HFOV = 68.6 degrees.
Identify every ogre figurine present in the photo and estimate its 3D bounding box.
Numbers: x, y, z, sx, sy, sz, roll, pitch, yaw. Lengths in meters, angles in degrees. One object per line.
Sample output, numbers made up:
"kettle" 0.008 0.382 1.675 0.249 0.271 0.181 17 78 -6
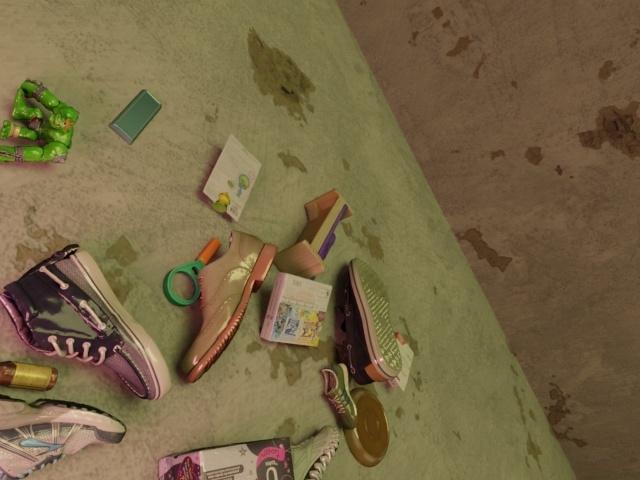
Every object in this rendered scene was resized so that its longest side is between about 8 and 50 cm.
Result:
"ogre figurine" -0.566 -0.232 0.953 0.118 0.097 0.197 15 39 -29

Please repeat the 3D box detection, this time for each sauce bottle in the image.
"sauce bottle" -0.506 0.220 0.773 0.128 0.042 0.042 30 46 -44

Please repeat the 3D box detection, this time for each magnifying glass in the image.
"magnifying glass" -0.310 0.071 1.169 0.092 0.026 0.231 51 34 -20

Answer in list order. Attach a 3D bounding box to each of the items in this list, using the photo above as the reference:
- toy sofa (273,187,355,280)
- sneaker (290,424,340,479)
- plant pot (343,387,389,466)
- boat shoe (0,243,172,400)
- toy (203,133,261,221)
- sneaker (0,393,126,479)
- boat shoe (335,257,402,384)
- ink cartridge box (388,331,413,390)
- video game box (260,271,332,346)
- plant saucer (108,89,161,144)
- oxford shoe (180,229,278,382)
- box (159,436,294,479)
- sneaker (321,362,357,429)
"toy sofa" 0.000 0.000 1.541 0.177 0.150 0.363 53 35 -17
"sneaker" -0.036 0.546 1.172 0.118 0.110 0.292 29 19 11
"plant pot" 0.153 0.582 1.477 0.236 0.032 0.237 34 44 -40
"boat shoe" -0.428 0.183 0.855 0.341 0.127 0.158 54 40 -2
"toy" -0.265 -0.180 1.373 0.137 0.056 0.237 44 42 -35
"sneaker" -0.457 0.318 0.749 0.283 0.110 0.122 27 66 -41
"boat shoe" 0.143 0.257 1.580 0.186 0.156 0.500 34 32 -32
"ink cartridge box" 0.268 0.444 1.701 0.115 0.067 0.198 55 32 -14
"video game box" -0.064 0.200 1.340 0.205 0.048 0.187 22 79 -47
"plant saucer" -0.471 -0.325 1.213 0.067 0.018 0.192 45 36 -28
"oxford shoe" -0.244 0.145 1.129 0.146 0.140 0.397 29 52 -5
"box" -0.180 0.501 0.955 0.247 0.142 0.164 19 54 -49
"sneaker" 0.047 0.461 1.387 0.086 0.064 0.192 12 59 -43
